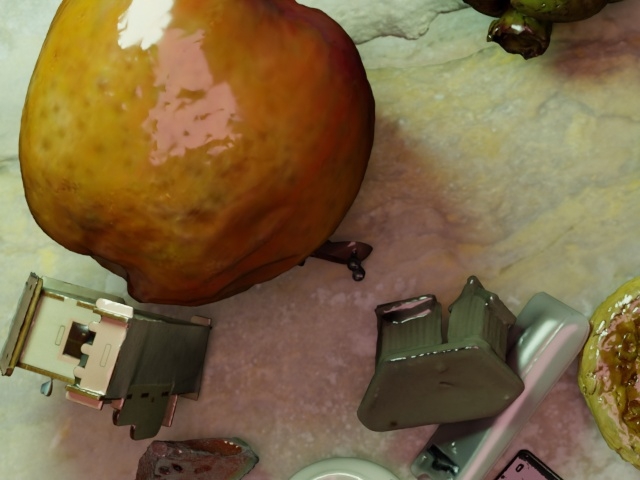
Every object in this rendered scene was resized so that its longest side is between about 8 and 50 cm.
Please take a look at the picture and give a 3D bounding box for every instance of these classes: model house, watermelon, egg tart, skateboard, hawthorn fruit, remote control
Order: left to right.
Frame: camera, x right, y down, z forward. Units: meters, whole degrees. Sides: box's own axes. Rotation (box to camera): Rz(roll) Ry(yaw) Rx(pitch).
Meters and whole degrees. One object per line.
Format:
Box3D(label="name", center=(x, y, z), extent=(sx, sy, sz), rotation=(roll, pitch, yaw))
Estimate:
Box3D(label="model house", center=(-0.311, 0.143, 1.293), extent=(0.244, 0.326, 0.169), rotation=(17, 87, 14))
Box3D(label="watermelon", center=(-0.189, 0.303, 1.361), extent=(0.187, 0.139, 0.071), rotation=(-28, 48, 4))
Box3D(label="hawthorn fruit", center=(-0.157, -0.135, 1.263), extent=(0.472, 0.472, 0.471), rotation=(-1, 83, 7))
Box3D(label="skateboard", center=(0.000, 0.000, 1.402), extent=(0.151, 0.067, 0.080), rotation=(13, 76, 12))
Box3D(label="model house", center=(0.152, 0.141, 1.321), extent=(0.229, 0.122, 0.188), rotation=(-15, 42, 19))
Box3D(label="remote control", center=(0.233, 0.209, 1.322), extent=(0.055, 0.109, 0.313), rotation=(37, 89, -36))
Box3D(label="egg tart", center=(0.482, 0.178, 1.293), extent=(0.290, 0.115, 0.290), rotation=(-1, 83, 12))

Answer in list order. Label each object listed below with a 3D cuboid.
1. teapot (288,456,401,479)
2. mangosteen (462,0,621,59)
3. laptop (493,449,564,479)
Box3D(label="teapot", center=(0.013, 0.399, 1.319), extent=(0.300, 0.166, 0.208), rotation=(-16, 64, 14))
Box3D(label="mangosteen", center=(0.289, -0.476, 1.271), extent=(0.381, 0.381, 0.421), rotation=(-26, 95, 3))
Box3D(label="laptop", center=(0.307, 0.405, 1.332), extent=(0.207, 0.026, 0.154), rotation=(41, 90, 10))
